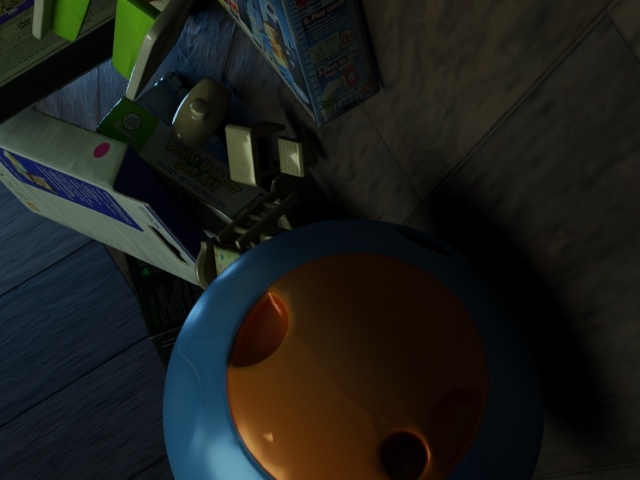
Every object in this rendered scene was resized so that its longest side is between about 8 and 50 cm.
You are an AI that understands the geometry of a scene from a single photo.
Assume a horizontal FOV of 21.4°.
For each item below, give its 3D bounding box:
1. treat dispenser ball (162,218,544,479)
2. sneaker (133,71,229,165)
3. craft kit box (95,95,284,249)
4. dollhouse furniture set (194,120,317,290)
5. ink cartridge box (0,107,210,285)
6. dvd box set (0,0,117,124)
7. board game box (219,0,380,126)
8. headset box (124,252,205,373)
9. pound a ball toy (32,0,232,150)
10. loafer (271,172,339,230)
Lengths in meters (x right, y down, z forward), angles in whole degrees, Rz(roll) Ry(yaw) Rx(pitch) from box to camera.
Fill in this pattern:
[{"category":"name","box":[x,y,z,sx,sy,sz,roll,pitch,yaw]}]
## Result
[{"category":"treat dispenser ball","box":[0.025,0.128,1.279,0.288,0.288,0.288,54,168,18]},{"category":"sneaker","box":[-0.155,-0.099,1.961,0.191,0.083,0.071,54,166,15]},{"category":"craft kit box","box":[-0.129,-0.033,1.880,0.246,0.061,0.250,37,165,6]},{"category":"dollhouse furniture set","box":[-0.024,-0.016,1.531,0.182,0.101,0.161,14,116,46]},{"category":"ink cartridge box","box":[-0.243,-0.055,1.838,0.371,0.069,0.176,24,160,43]},{"category":"dvd box set","box":[-0.404,-0.311,1.895,0.420,0.307,0.062,51,168,30]},{"category":"board game box","box":[-0.037,-0.213,1.232,0.194,0.060,0.194,53,166,26]},{"category":"headset box","box":[-0.146,0.093,2.158,0.283,0.131,0.246,72,178,-51]},{"category":"pound a ball toy","box":[-0.154,-0.216,1.620,0.208,0.136,0.319,33,169,-4]},{"category":"loafer","box":[0.000,0.000,1.651,0.050,0.056,0.148,92,153,-74]}]
